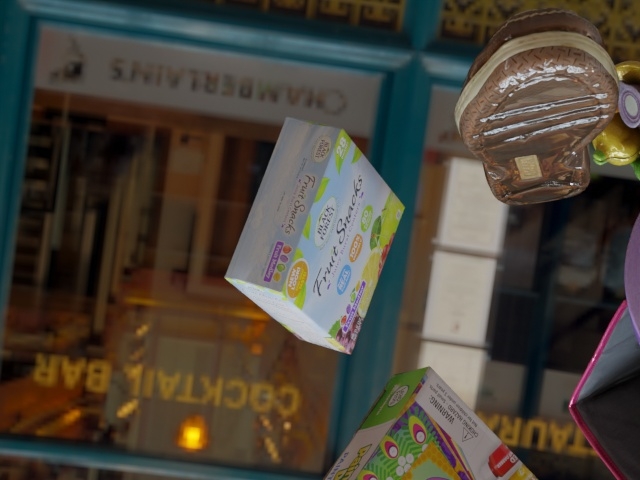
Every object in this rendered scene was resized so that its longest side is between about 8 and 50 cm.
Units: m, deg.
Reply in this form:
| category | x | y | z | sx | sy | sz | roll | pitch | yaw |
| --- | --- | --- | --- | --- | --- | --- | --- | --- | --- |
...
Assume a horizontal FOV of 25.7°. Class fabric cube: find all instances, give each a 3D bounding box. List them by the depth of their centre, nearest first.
| category | x | y | z | sx | sy | sz | roll | pitch | yaw |
| --- | --- | --- | --- | --- | --- | --- | --- | --- | --- |
| fabric cube | 0.484 | 0.178 | 1.610 | 0.258 | 0.259 | 0.254 | -24 | -118 | -22 |

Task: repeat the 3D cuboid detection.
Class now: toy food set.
| category | x | y | z | sx | sy | sz | roll | pitch | yaw |
| --- | --- | --- | --- | --- | --- | --- | --- | --- | --- |
| toy food set | 0.307 | -0.075 | 1.210 | 0.218 | 0.071 | 0.128 | 26 | 152 | 47 |

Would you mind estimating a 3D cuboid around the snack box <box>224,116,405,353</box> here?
| category | x | y | z | sx | sy | sz | roll | pitch | yaw |
| --- | --- | --- | --- | --- | --- | --- | --- | --- | --- |
| snack box | 0.000 | 0.000 | 1.407 | 0.070 | 0.174 | 0.207 | 14 | 166 | 27 |

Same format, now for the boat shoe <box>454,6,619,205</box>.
| category | x | y | z | sx | sy | sz | roll | pitch | yaw |
| --- | --- | --- | --- | --- | --- | --- | --- | --- | --- |
| boat shoe | 0.126 | -0.099 | 0.871 | 0.095 | 0.095 | 0.257 | -6 | 165 | 3 |

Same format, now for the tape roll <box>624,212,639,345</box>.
| category | x | y | z | sx | sy | sz | roll | pitch | yaw |
| --- | --- | --- | --- | --- | --- | --- | --- | --- | --- |
| tape roll | 0.436 | 0.041 | 1.363 | 0.275 | 0.274 | 0.090 | 9 | 169 | 15 |

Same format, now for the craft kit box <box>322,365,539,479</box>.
| category | x | y | z | sx | sy | sz | roll | pitch | yaw |
| --- | --- | --- | --- | --- | --- | --- | --- | --- | --- |
| craft kit box | 0.081 | 0.258 | 0.946 | 0.250 | 0.246 | 0.061 | 46 | 150 | -14 |
